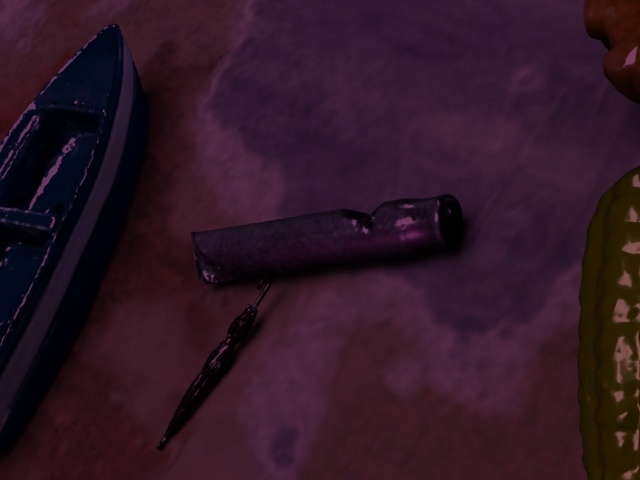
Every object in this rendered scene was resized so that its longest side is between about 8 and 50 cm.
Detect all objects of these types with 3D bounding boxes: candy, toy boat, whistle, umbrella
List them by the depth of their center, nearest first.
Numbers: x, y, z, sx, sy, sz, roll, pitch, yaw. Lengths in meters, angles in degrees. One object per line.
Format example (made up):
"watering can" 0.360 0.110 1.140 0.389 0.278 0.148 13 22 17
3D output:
"candy" 0.157 0.069 0.644 0.097 0.097 0.209 -5 65 33
"whistle" 0.000 0.000 0.838 0.176 0.033 0.033 -9 57 30
"umbrella" -0.059 0.070 0.846 0.013 0.022 0.122 34 95 18
"toy boat" -0.180 -0.003 0.948 0.096 0.062 0.299 7 67 39

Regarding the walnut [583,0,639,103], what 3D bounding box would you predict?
"walnut" 0.218 -0.117 0.736 0.170 0.069 0.143 8 65 37
